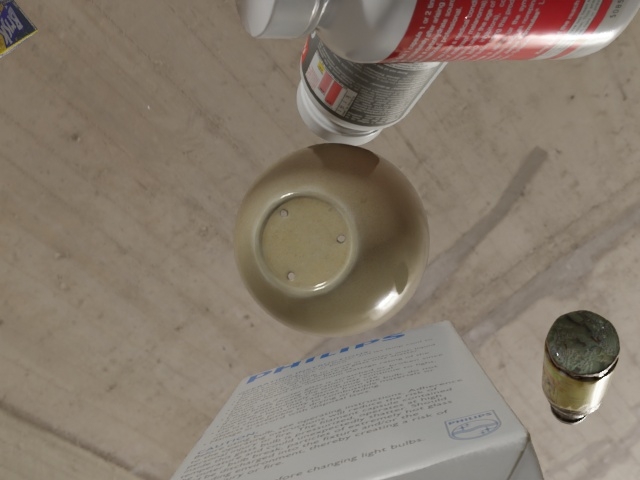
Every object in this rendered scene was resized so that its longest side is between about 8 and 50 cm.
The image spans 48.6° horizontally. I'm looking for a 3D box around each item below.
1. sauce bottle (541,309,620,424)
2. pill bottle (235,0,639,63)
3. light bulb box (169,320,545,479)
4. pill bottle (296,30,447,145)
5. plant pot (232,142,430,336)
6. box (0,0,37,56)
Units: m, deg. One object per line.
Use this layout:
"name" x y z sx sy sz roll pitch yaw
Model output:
"sauce bottle" 0.430 0.233 1.194 0.111 0.111 0.344 -26 -34 -2
"pill bottle" 0.122 -0.304 0.747 0.408 0.229 0.229 -7 -56 -21
"light bulb box" 0.061 0.278 0.523 0.225 0.361 0.357 -16 -89 5
"pill bottle" 0.085 -0.300 1.111 0.210 0.210 0.363 -4 -18 -17
"plant pot" 0.000 0.000 0.953 0.284 0.191 0.284 0 -90 11
"box" -0.417 -0.250 0.874 0.054 0.169 0.059 -28 -65 17
